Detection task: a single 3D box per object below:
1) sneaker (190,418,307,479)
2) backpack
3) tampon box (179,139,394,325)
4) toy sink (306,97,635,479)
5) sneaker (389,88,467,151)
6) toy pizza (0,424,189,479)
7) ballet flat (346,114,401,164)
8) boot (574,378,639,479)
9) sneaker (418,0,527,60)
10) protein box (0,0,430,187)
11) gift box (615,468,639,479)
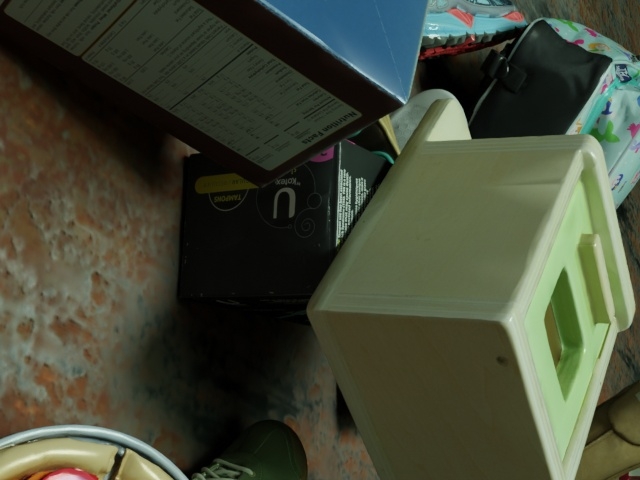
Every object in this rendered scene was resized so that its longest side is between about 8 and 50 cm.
[{"bbox_3d":[-0.067,0.174,0.572,0.192,0.064,0.086,-64,142,-38],"label":"sneaker"},{"bbox_3d":[0.258,-0.116,1.022,0.225,0.191,0.253,-62,167,23],"label":"backpack"},{"bbox_3d":[0.000,0.000,0.662,0.161,0.120,0.102,19,70,-57],"label":"tampon box"},{"bbox_3d":[0.115,0.025,0.606,0.234,0.131,0.153,-56,136,-43],"label":"toy sink"},{"bbox_3d":[0.096,0.023,0.848,0.147,0.104,0.296,27,68,-57],"label":"sneaker"},{"bbox_3d":[-0.122,0.191,0.455,0.201,0.032,0.201,7,79,-40],"label":"toy pizza"},{"bbox_3d":[0.038,-0.078,0.773,0.073,0.080,0.232,-27,105,-59],"label":"ballet flat"},{"bbox_3d":[0.269,0.213,0.945,0.236,0.269,0.089,28,30,-52],"label":"boot"},{"bbox_3d":[0.129,-0.248,0.941,0.262,0.104,0.125,-22,102,-59],"label":"sneaker"},{"bbox_3d":[-0.051,-0.176,0.531,0.201,0.136,0.200,31,57,-28],"label":"protein box"},{"bbox_3d":[0.373,0.362,1.110,0.276,0.255,0.258,38,55,-43],"label":"gift box"}]
